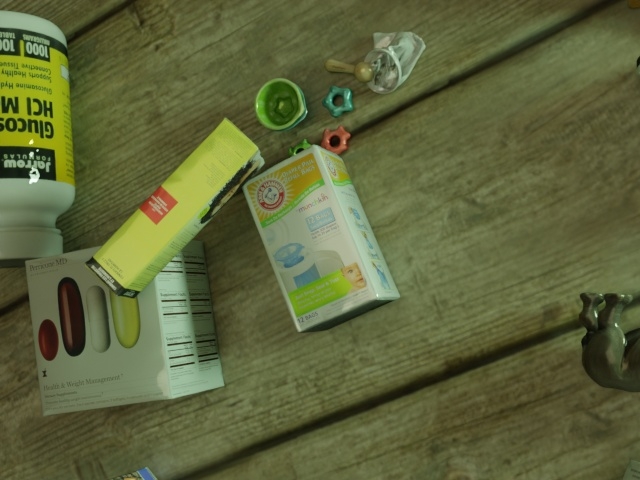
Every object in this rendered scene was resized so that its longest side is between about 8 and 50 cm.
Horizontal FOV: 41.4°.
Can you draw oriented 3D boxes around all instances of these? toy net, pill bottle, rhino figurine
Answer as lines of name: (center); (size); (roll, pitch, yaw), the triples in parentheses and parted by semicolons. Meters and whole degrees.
toy net: (0.032, -0.187, 1.087); (0.232, 0.045, 0.122); (-28, 77, 17)
pill bottle: (-0.442, -0.133, 1.186); (0.187, 0.188, 0.334); (-7, 84, 20)
rhino figurine: (0.400, 0.120, 0.913); (0.243, 0.073, 0.106); (6, 85, 20)

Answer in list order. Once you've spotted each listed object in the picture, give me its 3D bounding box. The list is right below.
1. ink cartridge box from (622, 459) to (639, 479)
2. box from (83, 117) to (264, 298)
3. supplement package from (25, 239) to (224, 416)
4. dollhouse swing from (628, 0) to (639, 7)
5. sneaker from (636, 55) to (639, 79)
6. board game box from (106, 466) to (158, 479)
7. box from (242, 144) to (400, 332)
ink cartridge box: (0.359, 0.362, 0.861); (0.160, 0.092, 0.220); (25, 83, 3)
box: (-0.166, -0.034, 0.993); (0.058, 0.087, 0.232); (44, 88, 6)
supplement package: (-0.257, 0.112, 1.120); (0.194, 0.149, 0.203); (-12, 83, 19)
dollhouse swing: (0.481, -0.406, 0.794); (0.346, 0.305, 0.315); (5, 88, 20)
sneaker: (0.490, -0.143, 0.876); (0.295, 0.123, 0.179); (-8, 85, 30)
board game box: (-0.325, 0.432, 1.049); (0.232, 0.291, 0.141); (-46, 72, 11)
box: (0.000, 0.000, 1.055); (0.114, 0.103, 0.203); (-25, 78, 17)
